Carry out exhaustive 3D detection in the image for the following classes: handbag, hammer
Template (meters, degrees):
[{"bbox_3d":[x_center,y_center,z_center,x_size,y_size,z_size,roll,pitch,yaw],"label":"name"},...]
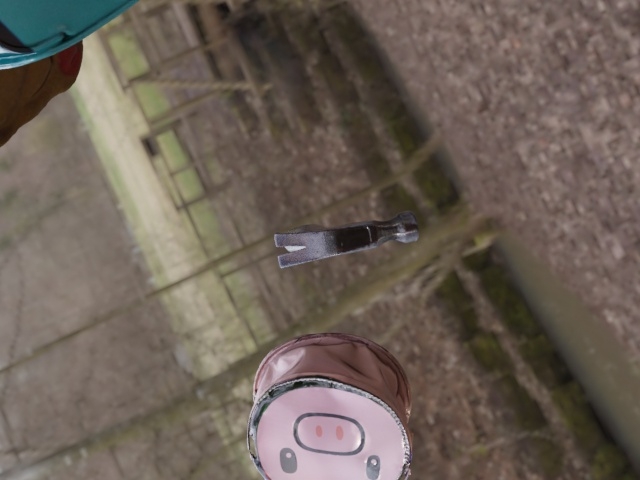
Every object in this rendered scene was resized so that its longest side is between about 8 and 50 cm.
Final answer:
[{"bbox_3d":[0.011,0.211,1.601,0.116,0.205,0.179,-60,-29,-70],"label":"handbag"},{"bbox_3d":[0.000,0.000,1.493,0.290,0.137,0.037,176,84,-76],"label":"hammer"}]

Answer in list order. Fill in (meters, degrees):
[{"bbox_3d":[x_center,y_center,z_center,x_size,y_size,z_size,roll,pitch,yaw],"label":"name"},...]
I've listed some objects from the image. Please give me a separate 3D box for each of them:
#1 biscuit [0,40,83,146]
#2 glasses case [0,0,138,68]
[{"bbox_3d":[-0.398,-0.223,1.335,0.074,0.381,0.358,-1,88,49],"label":"biscuit"},{"bbox_3d":[-0.205,-0.128,0.738,0.301,0.117,0.070,6,136,51],"label":"glasses case"}]
